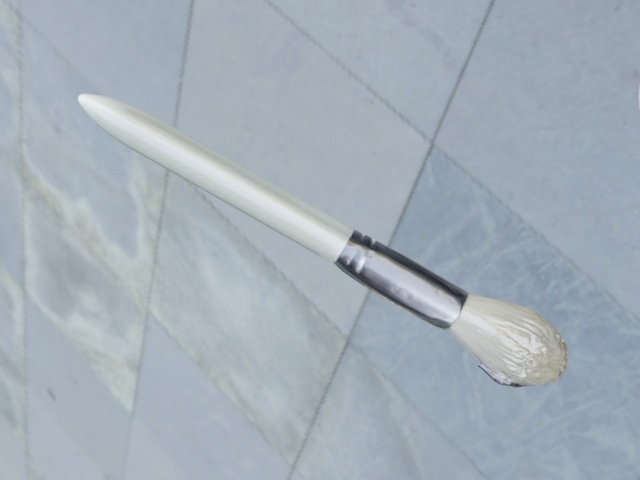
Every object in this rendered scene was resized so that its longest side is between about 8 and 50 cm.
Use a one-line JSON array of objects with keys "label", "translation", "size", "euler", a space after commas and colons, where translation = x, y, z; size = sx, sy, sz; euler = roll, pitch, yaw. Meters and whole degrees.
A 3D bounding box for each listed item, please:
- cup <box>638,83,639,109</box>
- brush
[{"label": "cup", "translation": [0.381, -0.047, 0.710], "size": [0.288, 0.273, 0.208], "euler": [3, 153, 34]}, {"label": "brush", "translation": [0.000, 0.000, 0.540], "size": [0.299, 0.039, 0.042], "euler": [28, 123, -2]}]
